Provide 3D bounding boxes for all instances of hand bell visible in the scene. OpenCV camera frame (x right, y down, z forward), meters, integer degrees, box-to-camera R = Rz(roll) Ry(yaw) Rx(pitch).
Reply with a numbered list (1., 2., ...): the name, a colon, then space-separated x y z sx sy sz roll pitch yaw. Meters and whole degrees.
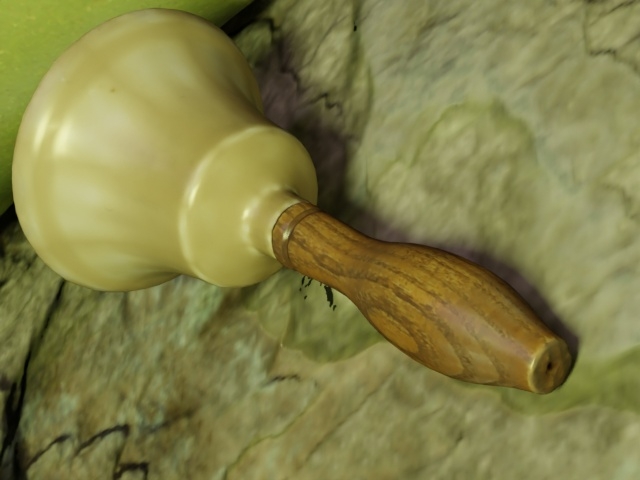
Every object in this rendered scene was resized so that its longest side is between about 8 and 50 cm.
1. hand bell: 0.000 0.000 0.592 0.242 0.126 0.126 26 87 45

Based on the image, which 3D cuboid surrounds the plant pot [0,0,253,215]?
1. plant pot: -0.173 -0.144 0.799 0.254 0.276 0.276 -26 45 26
